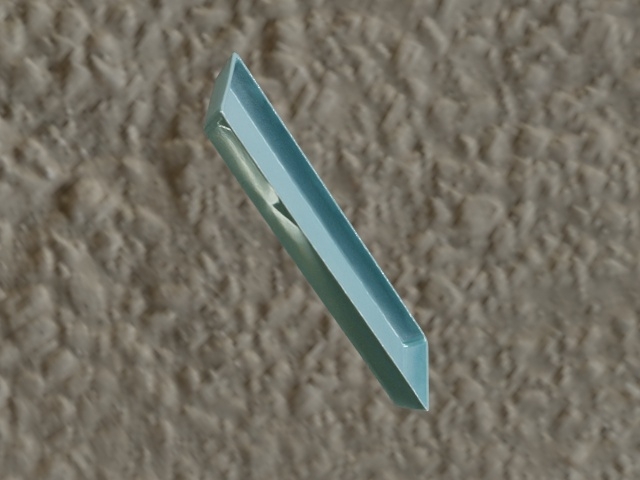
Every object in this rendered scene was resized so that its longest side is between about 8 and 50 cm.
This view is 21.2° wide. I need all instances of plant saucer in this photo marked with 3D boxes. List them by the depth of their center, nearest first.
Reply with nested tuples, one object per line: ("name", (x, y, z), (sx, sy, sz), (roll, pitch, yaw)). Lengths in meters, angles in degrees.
("plant saucer", (0.000, 0.000, 0.835), (0.018, 0.067, 0.192), (-27, 115, 18))
